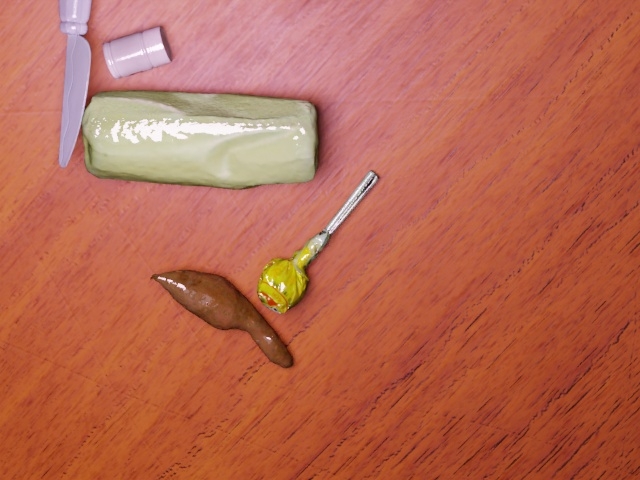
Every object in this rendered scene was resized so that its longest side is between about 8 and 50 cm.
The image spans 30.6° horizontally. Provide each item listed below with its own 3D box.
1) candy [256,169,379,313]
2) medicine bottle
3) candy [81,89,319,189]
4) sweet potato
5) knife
[{"bbox_3d":[-0.001,-0.001,1.773,0.073,0.077,0.262,40,94,12],"label":"candy"},{"bbox_3d":[-0.266,-0.273,1.699,0.089,0.057,0.057,-17,105,6],"label":"medicine bottle"},{"bbox_3d":[-0.174,-0.144,1.695,0.343,0.132,0.142,2,98,1],"label":"candy"},{"bbox_3d":[-0.140,0.107,1.796,0.269,0.075,0.075,36,103,-20],"label":"sweet potato"},{"bbox_3d":[-0.347,-0.269,1.659,0.044,0.080,0.331,0,92,-43],"label":"knife"}]
